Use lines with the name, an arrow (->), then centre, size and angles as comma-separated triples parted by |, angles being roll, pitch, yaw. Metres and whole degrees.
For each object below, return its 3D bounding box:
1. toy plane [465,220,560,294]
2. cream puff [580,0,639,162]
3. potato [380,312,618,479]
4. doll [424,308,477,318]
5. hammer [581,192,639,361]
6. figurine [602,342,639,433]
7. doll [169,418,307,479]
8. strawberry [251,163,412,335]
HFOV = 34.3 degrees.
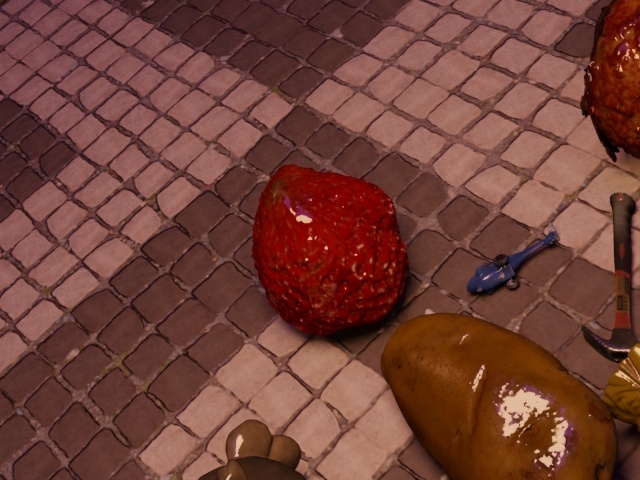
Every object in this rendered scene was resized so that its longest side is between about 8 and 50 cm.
toy plane -> 0.290, 0.030, 1.569 | 0.167, 0.054, 0.062 | -31, 22, -2
cream puff -> 0.544, -0.269, 1.510 | 0.228, 0.350, 0.350 | 21, 63, 42
potato -> 0.224, 0.221, 1.360 | 0.176, 0.196, 0.369 | -16, 39, -36
doll -> 0.184, 0.142, 1.514 | 0.143, 0.057, 0.099 | -16, 70, 10
hammer -> 0.437, 0.047, 1.498 | 0.111, 0.033, 0.288 | -3, 51, 20
figurine -> 0.504, 0.242, 1.211 | 0.187, 0.168, 0.315 | -18, 42, -19
doll -> -0.059, 0.460, 1.291 | 0.382, 0.252, 0.379 | 44, 110, 45
strawberry -> 0.000, 0.000, 1.566 | 0.257, 0.277, 0.257 | -15, 47, 17
